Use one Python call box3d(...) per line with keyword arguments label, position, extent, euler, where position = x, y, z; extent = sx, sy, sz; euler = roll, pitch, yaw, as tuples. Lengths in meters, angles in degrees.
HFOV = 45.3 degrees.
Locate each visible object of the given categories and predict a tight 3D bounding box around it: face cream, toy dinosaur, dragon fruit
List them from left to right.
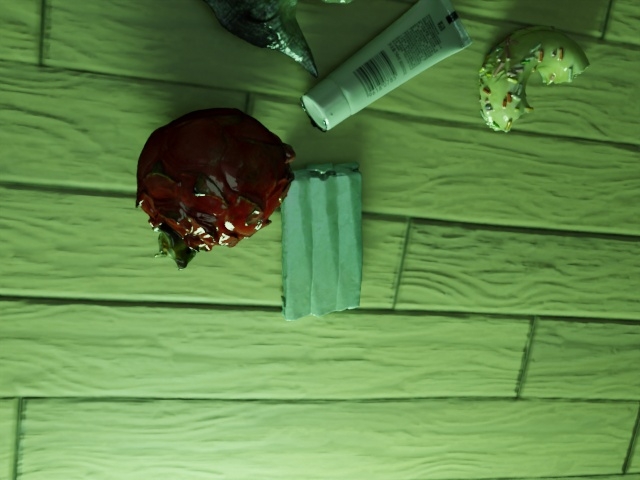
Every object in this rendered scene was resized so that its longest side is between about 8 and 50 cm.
box3d(label="dragon fruit", position=(-0.129, -0.073, 0.915), extent=(0.209, 0.172, 0.172), euler=(-43, 117, -33))
box3d(label="toy dinosaur", position=(-0.080, -0.330, 0.905), extent=(0.294, 0.077, 0.162), euler=(41, 96, -9))
box3d(label="face cream", position=(0.084, -0.232, 0.995), extent=(0.244, 0.058, 0.092), euler=(-36, 107, -10))

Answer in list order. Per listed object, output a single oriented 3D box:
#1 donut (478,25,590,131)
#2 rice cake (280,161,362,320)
box3d(label="donut", position=(0.287, -0.233, 1.048), extent=(0.166, 0.065, 0.108), euler=(-33, 112, -6))
box3d(label="rice cake", position=(0.000, 0.000, 1.044), extent=(0.124, 0.038, 0.211), euler=(-9, 108, -14))
